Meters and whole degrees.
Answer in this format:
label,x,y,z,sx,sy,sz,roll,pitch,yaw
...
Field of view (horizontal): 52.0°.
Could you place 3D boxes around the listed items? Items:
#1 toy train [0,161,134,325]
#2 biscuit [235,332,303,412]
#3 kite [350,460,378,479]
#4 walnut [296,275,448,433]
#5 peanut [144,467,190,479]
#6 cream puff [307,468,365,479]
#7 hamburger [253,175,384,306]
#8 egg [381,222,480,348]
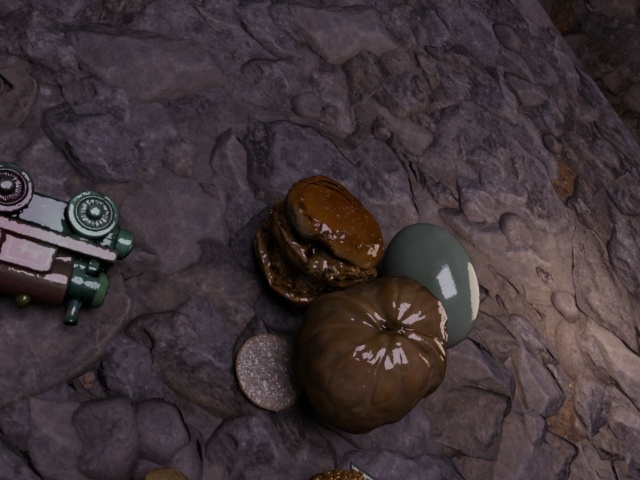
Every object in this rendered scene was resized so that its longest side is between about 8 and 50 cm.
label,x,y,z,sx,sy,sz,roll,pitch,yaw
toy train,-0.466,0.011,1.070,0.304,0.150,0.221,18,64,-24
biscuit,-0.093,0.245,1.232,0.152,0.020,0.152,17,53,-24
kite,0.110,0.562,1.171,0.314,0.011,0.335,3,60,-31
walnut,0.089,0.207,1.207,0.285,0.285,0.296,38,57,-7
peanut,-0.201,0.430,1.006,0.093,0.083,0.194,-27,78,-41
cream puff,0.030,0.453,1.117,0.144,0.103,0.126,-9,58,-24
hamburger,0.002,0.009,1.292,0.245,0.211,0.260,31,32,-7
egg,0.236,0.096,1.412,0.203,0.203,0.282,0,63,-32
